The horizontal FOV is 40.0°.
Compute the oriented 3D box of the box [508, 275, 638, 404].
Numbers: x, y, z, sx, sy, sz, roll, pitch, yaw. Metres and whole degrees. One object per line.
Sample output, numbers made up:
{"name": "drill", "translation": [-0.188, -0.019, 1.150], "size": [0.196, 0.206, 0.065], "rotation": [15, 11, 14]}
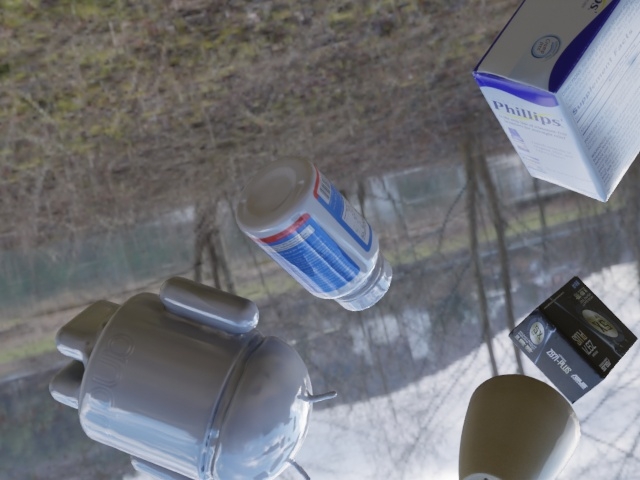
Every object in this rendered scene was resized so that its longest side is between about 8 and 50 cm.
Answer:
{"name": "box", "translation": [0.410, 0.156, 1.419], "size": [0.180, 0.147, 0.077], "rotation": [-23, 157, -51]}

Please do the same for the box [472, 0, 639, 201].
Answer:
{"name": "box", "translation": [0.193, -0.121, 0.636], "size": [0.072, 0.126, 0.137], "rotation": [28, 168, 42]}

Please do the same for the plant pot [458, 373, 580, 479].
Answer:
{"name": "plant pot", "translation": [0.397, 0.467, 1.883], "size": [0.256, 0.257, 0.274], "rotation": [-15, -164, 34]}

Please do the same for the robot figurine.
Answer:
{"name": "robot figurine", "translation": [-0.161, 0.191, 1.113], "size": [0.353, 0.300, 0.200], "rotation": [17, -153, 10]}

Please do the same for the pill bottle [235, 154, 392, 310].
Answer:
{"name": "pill bottle", "translation": [0.000, 0.000, 1.156], "size": [0.124, 0.124, 0.221], "rotation": [-15, 137, 32]}
